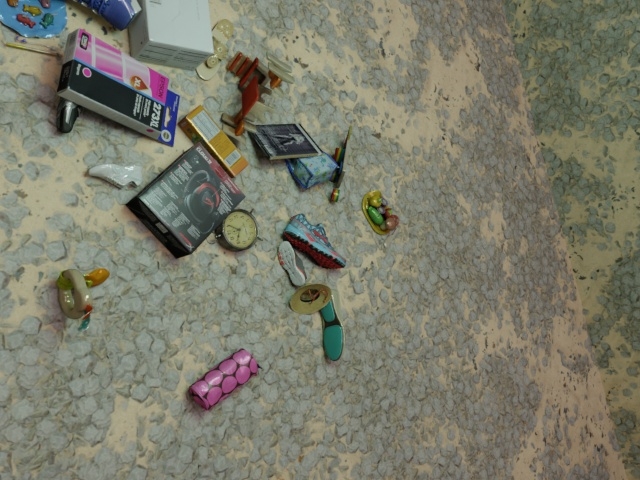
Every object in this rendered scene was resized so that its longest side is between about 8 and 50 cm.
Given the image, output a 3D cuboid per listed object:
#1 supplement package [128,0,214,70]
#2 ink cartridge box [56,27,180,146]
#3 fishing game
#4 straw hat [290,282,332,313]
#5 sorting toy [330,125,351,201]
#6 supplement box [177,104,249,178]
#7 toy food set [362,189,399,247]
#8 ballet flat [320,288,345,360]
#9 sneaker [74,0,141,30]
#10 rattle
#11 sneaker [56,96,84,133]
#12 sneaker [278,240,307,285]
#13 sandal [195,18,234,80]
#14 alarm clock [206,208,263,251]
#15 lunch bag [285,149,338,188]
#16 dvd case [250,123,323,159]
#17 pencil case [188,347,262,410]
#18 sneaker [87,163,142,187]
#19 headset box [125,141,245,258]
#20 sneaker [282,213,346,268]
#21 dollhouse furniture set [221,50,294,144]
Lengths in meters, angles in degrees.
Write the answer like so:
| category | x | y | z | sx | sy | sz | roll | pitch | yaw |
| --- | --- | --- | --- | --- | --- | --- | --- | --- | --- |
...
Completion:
| category | x | y | z | sx | sy | sz | roll | pitch | yaw |
| --- | --- | --- | --- | --- | --- | --- | --- | --- | --- |
| supplement package | -0.452 | -0.670 | 1.661 | 0.204 | 0.145 | 0.262 | -2 | 82 | -39 |
| ink cartridge box | -0.529 | -0.410 | 1.545 | 0.371 | 0.069 | 0.175 | 23 | 66 | -52 |
| fishing game | -0.766 | -0.628 | 1.478 | 0.189 | 0.041 | 0.264 | 8 | 76 | -39 |
| straw hat | -0.039 | 0.176 | 1.864 | 0.144 | 0.144 | 0.061 | 21 | 28 | -33 |
| sorting toy | 0.067 | -0.285 | 2.008 | 0.046 | 0.132 | 0.274 | 12 | 67 | -5 |
| supplement box | -0.331 | -0.299 | 1.726 | 0.233 | 0.078 | 0.080 | 53 | 58 | -17 |
| toy food set | 0.250 | -0.095 | 2.139 | 0.128 | 0.071 | 0.218 | -43 | 108 | -35 |
| ballet flat | 0.050 | 0.284 | 1.910 | 0.086 | 0.086 | 0.248 | -3 | 82 | -38 |
| sneaker | -0.662 | -0.685 | 1.499 | 0.315 | 0.127 | 0.182 | 46 | 44 | -13 |
| rattle | -0.561 | 0.146 | 1.386 | 0.143 | 0.200 | 0.130 | 20 | 90 | -50 |
| sneaker | -0.628 | -0.385 | 1.510 | 0.132 | 0.086 | 0.228 | 13 | 72 | -38 |
| sneaker | -0.091 | 0.074 | 1.864 | 0.065 | 0.061 | 0.158 | -34 | 104 | -65 |
| sandal | -0.329 | -0.629 | 1.791 | 0.088 | 0.079 | 0.240 | 32 | 63 | -29 |
| alarm clock | -0.274 | -0.026 | 1.724 | 0.192 | 0.064 | 0.129 | -18 | 92 | -42 |
| lunch bag | -0.040 | -0.267 | 1.936 | 0.129 | 0.096 | 0.151 | -25 | 67 | -39 |
| dvd case | -0.118 | -0.336 | 1.881 | 0.221 | 0.018 | 0.164 | -12 | 54 | -38 |
| pencil case | -0.277 | 0.406 | 1.622 | 0.209 | 0.095 | 0.098 | -31 | 116 | -35 |
| sneaker | -0.562 | -0.178 | 1.538 | 0.152 | 0.054 | 0.061 | -2 | 85 | -39 |
| headset box | -0.378 | -0.127 | 1.633 | 0.218 | 0.110 | 0.293 | 50 | 56 | -19 |
| sneaker | 0.000 | 0.000 | 1.907 | 0.262 | 0.104 | 0.125 | 37 | 59 | -27 |
| dollhouse furniture set | -0.222 | -0.480 | 1.755 | 0.135 | 0.262 | 0.259 | 28 | 32 | -29 |
